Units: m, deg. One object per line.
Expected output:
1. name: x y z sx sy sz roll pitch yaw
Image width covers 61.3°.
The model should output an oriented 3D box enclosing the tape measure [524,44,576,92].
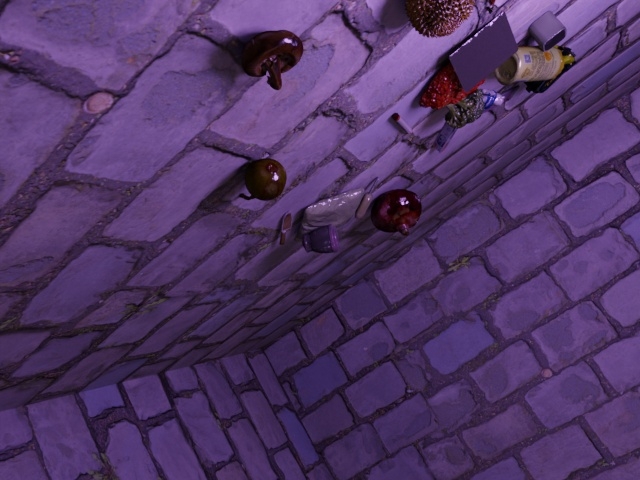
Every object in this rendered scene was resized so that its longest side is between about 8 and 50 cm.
1. tape measure: 0.834 -0.638 1.994 0.186 0.112 0.199 -21 156 -52

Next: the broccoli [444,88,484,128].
1. broccoli: 0.496 -0.459 1.880 0.162 0.138 0.146 -65 -164 2

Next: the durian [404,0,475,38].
1. durian: 0.282 -0.549 1.265 0.158 0.136 0.168 -15 160 21

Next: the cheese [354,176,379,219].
1. cheese: 0.198 -0.180 2.247 0.097 0.037 0.192 -74 -169 -64

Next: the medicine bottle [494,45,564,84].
1. medicine bottle: 0.712 -0.599 1.832 0.239 0.124 0.124 -13 157 -27

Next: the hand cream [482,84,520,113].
1. hand cream: 0.678 -0.539 2.134 0.275 0.050 0.079 -30 -171 -22

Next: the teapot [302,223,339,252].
1. teapot: -0.002 -0.008 2.187 0.146 0.148 0.116 -10 119 5

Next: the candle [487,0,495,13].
1. candle: 0.461 -0.661 1.436 0.026 0.021 0.167 -50 164 -8

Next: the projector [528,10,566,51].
1. projector: 0.738 -0.678 1.754 0.083 0.082 0.083 -36 163 17

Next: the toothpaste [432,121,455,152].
1. toothpaste: 0.504 -0.424 2.154 0.040 0.047 0.196 -40 167 -22

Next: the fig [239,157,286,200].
1. fig: -0.192 -0.159 1.617 0.124 0.124 0.236 -18 171 -38

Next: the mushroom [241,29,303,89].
1. mushroom: -0.104 -0.386 1.151 0.135 0.080 0.170 -14 160 -12

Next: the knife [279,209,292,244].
1. knife: -0.138 -0.052 2.139 0.046 0.022 0.256 -18 156 -18

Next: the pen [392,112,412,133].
1. pen: 0.290 -0.401 1.875 0.026 0.026 0.218 -36 163 17

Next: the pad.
1. pad: 0.491 -0.560 1.617 0.211 0.003 0.143 -39 126 1

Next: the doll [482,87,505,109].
1. doll: 0.609 -0.524 2.025 0.227 0.057 0.114 -9 147 -32

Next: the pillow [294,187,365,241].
1. pillow: 0.037 -0.098 2.216 0.274 0.076 0.280 -22 161 -22

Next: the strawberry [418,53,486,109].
1. strawberry: 0.420 -0.493 1.706 0.228 0.098 0.174 -35 162 6

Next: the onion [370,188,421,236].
1. onion: 0.355 -0.119 2.460 0.252 0.219 0.252 -20 156 -9
